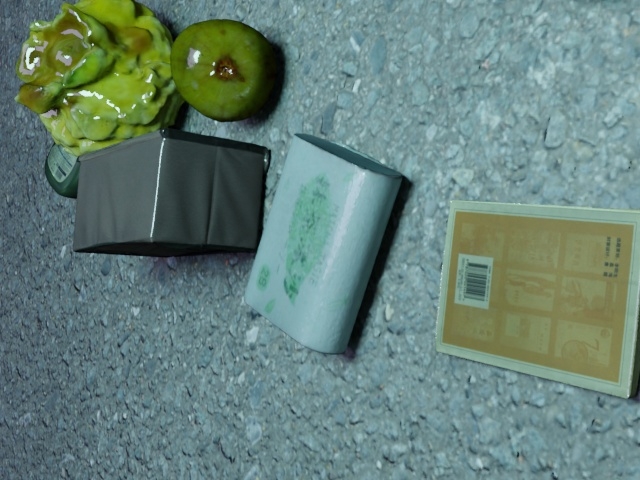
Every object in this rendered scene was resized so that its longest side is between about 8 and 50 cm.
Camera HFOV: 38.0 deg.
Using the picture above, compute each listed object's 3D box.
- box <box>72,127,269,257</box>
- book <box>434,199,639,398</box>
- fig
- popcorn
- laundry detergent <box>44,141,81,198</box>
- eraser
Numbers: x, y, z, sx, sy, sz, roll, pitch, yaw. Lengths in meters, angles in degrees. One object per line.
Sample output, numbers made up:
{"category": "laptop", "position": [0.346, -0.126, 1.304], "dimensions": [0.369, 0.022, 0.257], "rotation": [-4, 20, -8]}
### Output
{"category": "box", "position": [-0.218, -0.055, 1.316], "dimensions": [0.252, 0.188, 0.153], "rotation": [-4, 82, 48]}
{"category": "book", "position": [0.211, 0.047, 0.918], "dimensions": [0.242, 0.018, 0.170], "rotation": [8, 93, 51]}
{"category": "fig", "position": [-0.128, -0.237, 1.296], "dimensions": [0.142, 0.186, 0.148], "rotation": [0, 110, 8]}
{"category": "popcorn", "position": [-0.337, -0.252, 1.452], "dimensions": [0.258, 0.270, 0.224], "rotation": [50, 144, -15]}
{"category": "laundry detergent", "position": [-0.423, -0.194, 1.663], "dimensions": [0.221, 0.078, 0.144], "rotation": [-61, 41, 26]}
{"category": "eraser", "position": [0.000, 0.000, 1.129], "dimensions": [0.174, 0.081, 0.227], "rotation": [33, 110, 47]}
